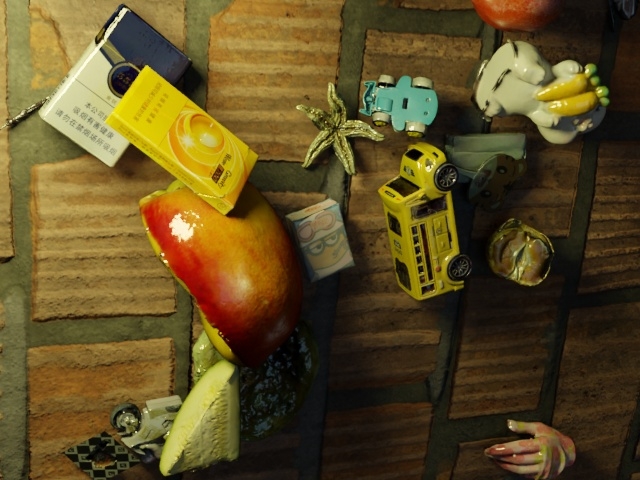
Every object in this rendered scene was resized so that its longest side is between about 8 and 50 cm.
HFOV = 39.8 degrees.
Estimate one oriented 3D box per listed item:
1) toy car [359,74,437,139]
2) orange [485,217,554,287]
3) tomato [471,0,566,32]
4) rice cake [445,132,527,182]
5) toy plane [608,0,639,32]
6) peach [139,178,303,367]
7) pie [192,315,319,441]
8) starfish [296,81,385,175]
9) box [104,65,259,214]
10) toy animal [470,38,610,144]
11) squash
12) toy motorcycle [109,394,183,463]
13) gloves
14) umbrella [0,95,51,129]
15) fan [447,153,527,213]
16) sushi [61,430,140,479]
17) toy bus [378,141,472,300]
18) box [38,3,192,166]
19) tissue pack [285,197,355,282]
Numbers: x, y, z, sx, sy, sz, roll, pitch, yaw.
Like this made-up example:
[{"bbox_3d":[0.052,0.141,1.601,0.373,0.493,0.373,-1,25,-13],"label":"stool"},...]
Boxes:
[{"bbox_3d":[0.166,-0.280,1.887,0.161,0.098,0.126,7,77,3],"label":"toy car"},{"bbox_3d":[0.466,0.030,2.099,0.160,0.112,0.170,-17,90,-5],"label":"orange"},{"bbox_3d":[0.398,-0.533,1.819,0.188,0.232,0.232,-24,117,10],"label":"tomato"},{"bbox_3d":[0.381,-0.192,2.025,0.211,0.038,0.124,-9,114,-21],"label":"rice cake"},{"bbox_3d":[0.693,-0.581,2.019,0.078,0.053,0.197,-16,118,-8],"label":"toy plane"},{"bbox_3d":[-0.168,0.045,1.732,0.242,0.306,0.381,-27,111,-5],"label":"peach"},{"bbox_3d":[-0.132,0.274,1.925,0.323,0.070,0.323,-4,98,-28],"label":"pie"},{"bbox_3d":[0.022,-0.217,1.856,0.176,0.053,0.208,-41,111,6],"label":"starfish"},{"bbox_3d":[-0.244,-0.182,1.600,0.269,0.043,0.152,37,46,-18],"label":"box"},{"bbox_3d":[0.498,-0.315,1.930,0.309,0.247,0.183,15,104,-20],"label":"toy animal"},{"bbox_3d":[-0.255,0.346,1.813,0.169,0.093,0.252,-10,119,-24],"label":"squash"},{"bbox_3d":[-0.344,0.411,1.904,0.224,0.073,0.152,0,110,-24],"label":"toy motorcycle"},{"bbox_3d":[0.551,0.554,2.313,0.241,0.126,0.145,1,112,-31],"label":"gloves"},{"bbox_3d":[-0.548,-0.233,1.627,0.122,0.022,0.013,-37,93,-19],"label":"umbrella"},{"bbox_3d":[0.367,-0.143,2.007,0.226,0.008,0.153,14,116,-36],"label":"fan"},{"bbox_3d":[-0.464,0.454,1.884,0.120,0.026,0.126,-28,124,15],"label":"sushi"},{"bbox_3d":[0.224,-0.042,1.950,0.151,0.145,0.331,-19,115,-14],"label":"toy bus"},{"bbox_3d":[-0.380,-0.287,1.648,0.168,0.071,0.259,36,91,-29],"label":"box"},{"bbox_3d":[0.000,0.000,1.914,0.115,0.065,0.155,-22,114,-17],"label":"tissue pack"}]
